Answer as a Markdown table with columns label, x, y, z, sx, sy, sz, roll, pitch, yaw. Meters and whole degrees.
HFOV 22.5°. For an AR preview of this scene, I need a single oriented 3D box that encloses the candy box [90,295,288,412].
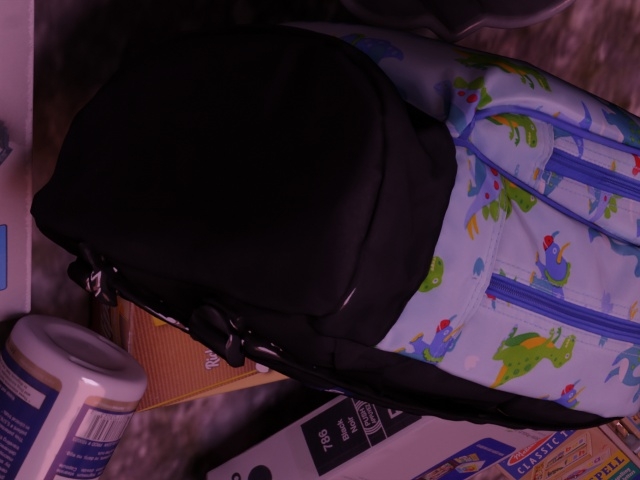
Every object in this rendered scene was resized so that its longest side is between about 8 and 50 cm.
| label | x | y | z | sx | sy | sz | roll | pitch | yaw |
| --- | --- | --- | --- | --- | --- | --- | --- | --- | --- |
| candy box | 0.000 | 0.000 | 1.136 | 0.316 | 0.087 | 0.183 | -11 | 130 | -24 |

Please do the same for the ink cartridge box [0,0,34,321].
| label | x | y | z | sx | sy | sz | roll | pitch | yaw |
| --- | --- | --- | --- | --- | --- | --- | --- | --- | --- |
| ink cartridge box | -0.296 | -0.047 | 0.912 | 0.261 | 0.066 | 0.296 | -13 | 138 | -22 |

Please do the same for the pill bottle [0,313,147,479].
| label | x | y | z | sx | sy | sz | roll | pitch | yaw |
| --- | --- | --- | --- | --- | --- | --- | --- | --- | --- |
| pill bottle | -0.189 | 0.141 | 1.039 | 0.094 | 0.094 | 0.169 | 21 | 102 | -41 |

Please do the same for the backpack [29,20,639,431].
| label | x | y | z | sx | sy | sz | roll | pitch | yaw |
| --- | --- | --- | --- | --- | --- | --- | --- | --- | --- |
| backpack | 0.067 | -0.007 | 0.937 | 0.355 | 0.290 | 0.273 | 35 | 77 | -38 |

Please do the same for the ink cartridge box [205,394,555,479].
| label | x | y | z | sx | sy | sz | roll | pitch | yaw |
| --- | --- | --- | --- | --- | --- | --- | --- | --- | --- |
| ink cartridge box | 0.037 | 0.173 | 1.262 | 0.332 | 0.065 | 0.165 | -33 | 152 | 17 |

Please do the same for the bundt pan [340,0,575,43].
| label | x | y | z | sx | sy | sz | roll | pitch | yaw |
| --- | --- | --- | --- | --- | --- | --- | --- | --- | --- |
| bundt pan | 0.089 | -0.287 | 0.930 | 0.331 | 0.124 | 0.331 | -17 | 132 | -20 |

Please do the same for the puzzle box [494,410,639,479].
| label | x | y | z | sx | sy | sz | roll | pitch | yaw |
| --- | --- | --- | --- | --- | --- | --- | --- | --- | --- |
| puzzle box | 0.352 | 0.108 | 1.466 | 0.409 | 0.052 | 0.272 | -42 | 135 | 6 |
